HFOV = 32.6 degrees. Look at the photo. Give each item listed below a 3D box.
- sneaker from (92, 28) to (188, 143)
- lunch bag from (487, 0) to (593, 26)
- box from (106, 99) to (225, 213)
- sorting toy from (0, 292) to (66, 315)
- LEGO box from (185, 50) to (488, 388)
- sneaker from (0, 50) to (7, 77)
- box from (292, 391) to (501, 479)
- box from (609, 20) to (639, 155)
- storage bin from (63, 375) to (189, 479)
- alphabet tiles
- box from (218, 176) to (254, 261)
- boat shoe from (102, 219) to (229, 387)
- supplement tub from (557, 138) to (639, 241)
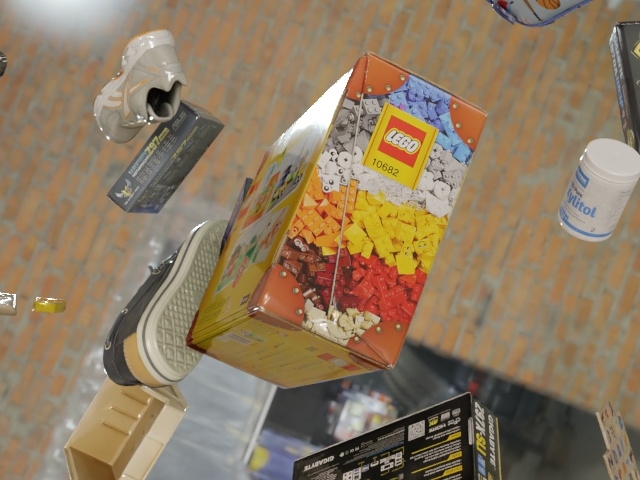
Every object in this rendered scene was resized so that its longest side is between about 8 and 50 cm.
[{"bbox_3d":[-0.296,-0.224,1.810,0.099,0.121,0.262,-15,-23,-34],"label":"sneaker"},{"bbox_3d":[0.299,-0.430,1.543,0.303,0.243,0.115,-22,39,62],"label":"lunch bag"},{"bbox_3d":[-0.295,-0.157,2.110,0.233,0.059,0.183,-52,-7,7],"label":"box"},{"bbox_3d":[-0.649,0.128,2.124,0.229,0.307,0.041,-170,86,-74],"label":"sorting toy"},{"bbox_3d":[0.000,0.000,1.594,0.373,0.193,0.500,-68,12,-16],"label":"LEGO box"},{"bbox_3d":[-0.576,-0.283,1.812,0.063,0.162,0.073,-15,-65,-50],"label":"sneaker"},{"bbox_3d":[0.097,0.378,1.525,0.322,0.079,0.257,-27,37,26],"label":"box"},{"bbox_3d":[0.489,-0.192,1.460,0.051,0.175,0.220,87,-177,-63],"label":"box"},{"bbox_3d":[-0.412,0.401,2.309,0.262,0.123,0.260,-58,21,1],"label":"storage bin"},{"bbox_3d":[0.617,0.452,2.256,0.198,0.009,0.237,-16,-92,-63],"label":"alphabet tiles"},{"bbox_3d":[-0.113,0.006,1.965,0.207,0.108,0.153,-91,21,-63],"label":"box"},{"bbox_3d":[-0.254,0.109,2.034,0.156,0.187,0.500,-22,19,26],"label":"boat shoe"},{"bbox_3d":[0.325,-0.057,1.279,0.071,0.071,0.107,-64,-11,-47],"label":"supplement tub"}]
